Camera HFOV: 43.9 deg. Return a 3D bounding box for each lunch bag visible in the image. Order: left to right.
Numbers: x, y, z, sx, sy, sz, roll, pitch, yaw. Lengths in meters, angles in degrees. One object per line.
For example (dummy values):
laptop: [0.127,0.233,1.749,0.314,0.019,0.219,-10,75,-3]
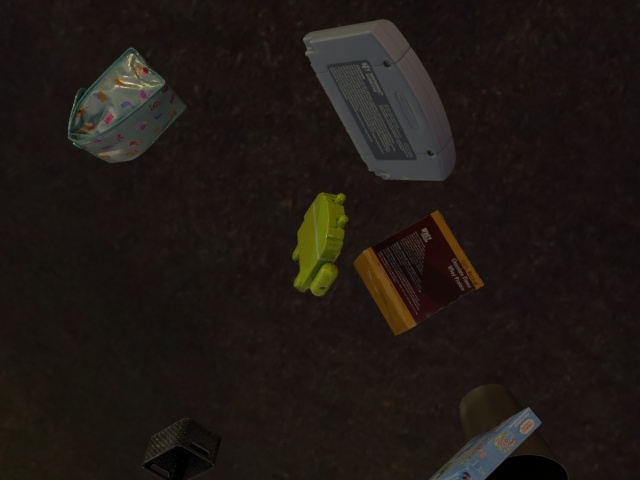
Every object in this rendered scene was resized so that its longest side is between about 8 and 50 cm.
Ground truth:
lunch bag: [-0.486,-0.312,1.958,0.160,0.262,0.223,46,179,9]

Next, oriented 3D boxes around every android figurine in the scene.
android figurine: [0.000,0.000,1.875,0.056,0.248,0.273,11,139,-20]

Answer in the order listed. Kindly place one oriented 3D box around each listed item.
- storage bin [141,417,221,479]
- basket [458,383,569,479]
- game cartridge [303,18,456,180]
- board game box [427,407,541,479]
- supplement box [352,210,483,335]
storage bin: [-0.350,0.533,2.006,0.122,0.084,0.180,38,128,-23]
basket: [0.381,0.422,1.664,0.204,0.227,0.154,12,118,-17]
game cartridge: [0.108,-0.227,1.330,0.198,0.062,0.297,2,134,44]
board game box: [0.265,0.369,1.347,0.039,0.160,0.211,50,152,12]
supplement box: [0.209,0.073,1.730,0.191,0.194,0.129,59,167,7]
